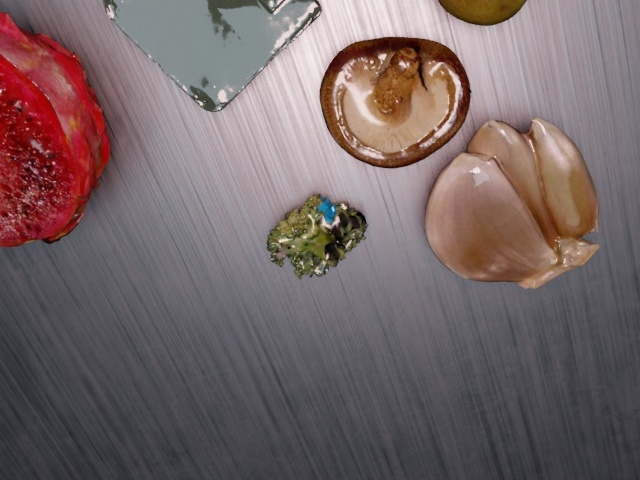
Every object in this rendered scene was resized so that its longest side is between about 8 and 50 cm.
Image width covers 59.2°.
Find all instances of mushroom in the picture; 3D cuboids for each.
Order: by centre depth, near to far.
[{"bbox_3d":[0.116,-0.221,0.890,0.231,0.138,0.194,11,126,9],"label":"mushroom"}]

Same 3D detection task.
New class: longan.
[{"bbox_3d":[0.226,-0.381,0.795,0.154,0.176,0.145,20,127,9],"label":"longan"}]

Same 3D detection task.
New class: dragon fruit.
[{"bbox_3d":[-0.495,-0.189,0.855,0.386,0.249,0.371,19,127,-2],"label":"dragon fruit"}]

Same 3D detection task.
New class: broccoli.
[{"bbox_3d":[0.000,0.000,0.959,0.167,0.160,0.154,19,94,-25],"label":"broccoli"}]

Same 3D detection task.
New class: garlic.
[{"bbox_3d":[0.308,-0.054,0.943,0.279,0.132,0.325,-36,109,14],"label":"garlic"}]

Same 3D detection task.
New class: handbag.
[{"bbox_3d":[-0.162,-0.365,0.860,0.260,0.079,0.247,-39,106,15],"label":"handbag"}]
